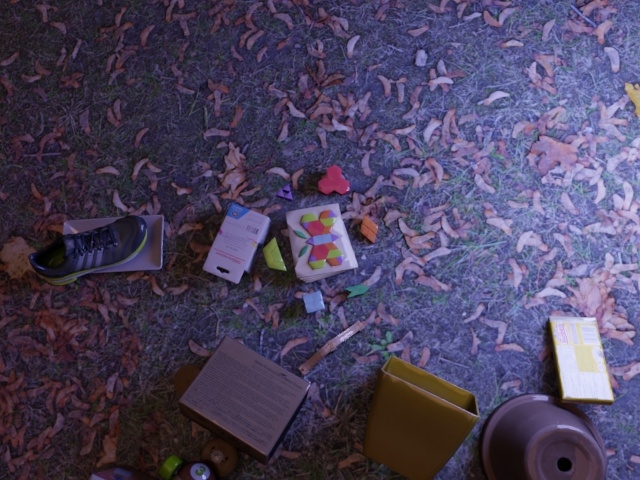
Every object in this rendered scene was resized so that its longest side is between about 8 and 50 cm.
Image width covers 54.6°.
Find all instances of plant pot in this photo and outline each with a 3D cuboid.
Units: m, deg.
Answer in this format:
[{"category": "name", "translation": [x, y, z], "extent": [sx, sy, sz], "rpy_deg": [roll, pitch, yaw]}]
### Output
[{"category": "plant pot", "translation": [0.201, 0.389, 1.329], "extent": [0.212, 0.212, 0.187], "rpy_deg": [23, 93, 12]}, {"category": "plant pot", "translation": [0.469, 0.447, 1.260], "extent": [0.263, 0.229, 0.263], "rpy_deg": [-1, 77, 6]}]

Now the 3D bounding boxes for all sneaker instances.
[{"category": "sneaker", "translation": [-0.566, 0.021, 1.513], "extent": [0.300, 0.121, 0.111], "rpy_deg": [-27, 75, 0]}]

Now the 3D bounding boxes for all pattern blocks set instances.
[{"category": "pattern blocks set", "translation": [0.000, 0.000, 1.507], "extent": [0.285, 0.026, 0.324], "rpy_deg": [-25, 81, -8]}]

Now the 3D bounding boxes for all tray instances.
[{"category": "tray", "translation": [-0.531, 0.013, 1.590], "extent": [0.270, 0.030, 0.145], "rpy_deg": [-3, 75, 6]}]

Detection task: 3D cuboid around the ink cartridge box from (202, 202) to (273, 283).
[{"category": "ink cartridge box", "translation": [-0.205, 0.013, 1.533], "extent": [0.104, 0.061, 0.181], "rpy_deg": [22, 79, 11]}]

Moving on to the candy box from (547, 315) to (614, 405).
[{"category": "candy box", "translation": [0.565, 0.258, 1.354], "extent": [0.105, 0.027, 0.205], "rpy_deg": [1, 51, 8]}]

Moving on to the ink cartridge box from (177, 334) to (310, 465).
[{"category": "ink cartridge box", "translation": [-0.170, 0.357, 1.399], "extent": [0.235, 0.088, 0.193], "rpy_deg": [28, 56, 13]}]

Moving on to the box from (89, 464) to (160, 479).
[{"category": "box", "translation": [-0.431, 0.571, 1.369], "extent": [0.130, 0.170, 0.091], "rpy_deg": [19, 80, 10]}]

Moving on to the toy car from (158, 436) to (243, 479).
[{"category": "toy car", "translation": [-0.234, 0.492, 1.389], "extent": [0.155, 0.149, 0.188], "rpy_deg": [33, 71, 15]}]

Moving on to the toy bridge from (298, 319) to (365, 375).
[{"category": "toy bridge", "translation": [0.027, 0.247, 1.447], "extent": [0.188, 0.063, 0.026], "rpy_deg": [-38, 75, -2]}]

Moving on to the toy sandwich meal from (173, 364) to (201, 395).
[{"category": "toy sandwich meal", "translation": [-0.310, 0.337, 1.486], "extent": [0.086, 0.029, 0.085], "rpy_deg": [-2, 77, 11]}]
